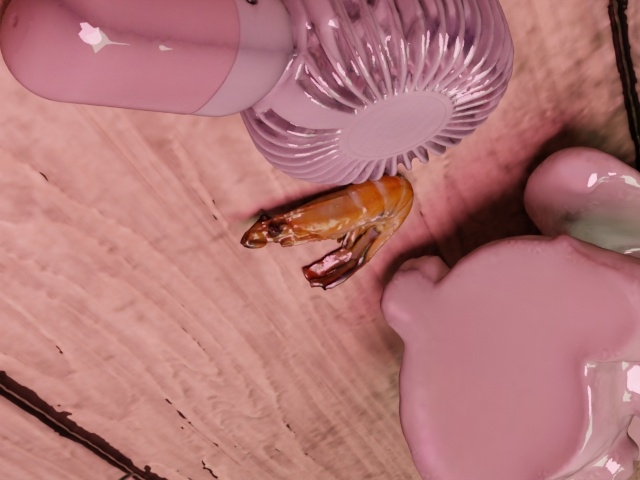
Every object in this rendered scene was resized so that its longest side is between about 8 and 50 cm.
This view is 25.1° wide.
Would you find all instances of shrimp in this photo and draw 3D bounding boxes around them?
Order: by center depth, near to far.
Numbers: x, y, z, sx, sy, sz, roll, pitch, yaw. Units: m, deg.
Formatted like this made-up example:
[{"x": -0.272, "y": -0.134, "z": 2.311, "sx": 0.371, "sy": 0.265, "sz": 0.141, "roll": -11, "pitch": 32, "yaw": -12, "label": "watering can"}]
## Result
[{"x": 0.000, "y": 0.000, "z": 0.817, "sx": 0.127, "sy": 0.025, "sz": 0.091, "roll": -10, "pitch": 146, "yaw": -40, "label": "shrimp"}]

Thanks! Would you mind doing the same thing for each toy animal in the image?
[{"x": 0.182, "y": 0.059, "z": 0.944, "sx": 0.265, "sy": 0.206, "sz": 0.272, "roll": -19, "pitch": 132, "yaw": -49, "label": "toy animal"}]

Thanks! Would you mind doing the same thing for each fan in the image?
[{"x": -0.021, "y": -0.083, "z": 0.625, "sx": 0.244, "sy": 0.074, "sz": 0.130, "roll": 2, "pitch": 148, "yaw": -39, "label": "fan"}]
